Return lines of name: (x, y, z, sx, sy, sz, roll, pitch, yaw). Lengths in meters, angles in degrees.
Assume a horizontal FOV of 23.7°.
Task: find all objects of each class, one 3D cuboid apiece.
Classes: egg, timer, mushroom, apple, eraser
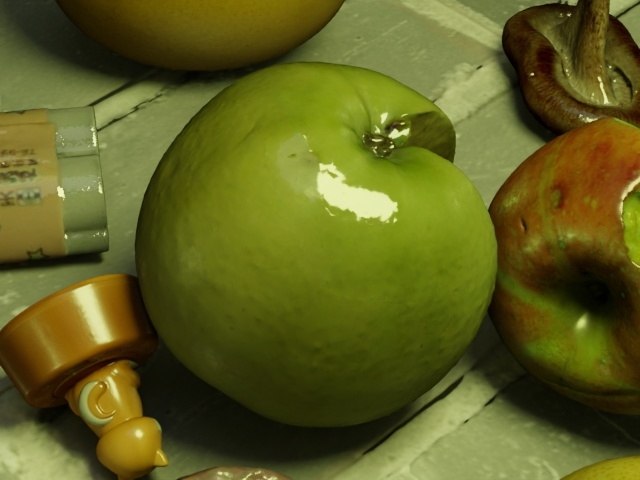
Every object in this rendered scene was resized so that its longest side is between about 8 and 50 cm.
egg: (-0.126, -0.295, 1.536, 0.322, 0.250, 0.250, 9, 44, -1)
timer: (-0.171, 0.123, 1.213, 0.132, 0.132, 0.152, -22, 73, -23)
mushroom: (0.265, -0.223, 1.500, 0.148, 0.217, 0.227, -10, 45, -14)
apple: (0.257, 0.011, 1.240, 0.246, 0.246, 0.226, 26, 39, 22)
eraser: (-0.344, -0.048, 1.387, 0.290, 0.087, 0.171, -7, 47, -8)
apple: (0.000, 0.000, 1.215, 0.292, 0.254, 0.292, 18, 38, -15)

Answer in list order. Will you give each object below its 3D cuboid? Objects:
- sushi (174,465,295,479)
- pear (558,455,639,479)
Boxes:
sushi: (-0.023, 0.241, 1.084, 0.241, 0.107, 0.161, 1, 44, -13)
pear: (0.212, 0.249, 1.025, 0.209, 0.209, 0.209, 1, 44, -1)
